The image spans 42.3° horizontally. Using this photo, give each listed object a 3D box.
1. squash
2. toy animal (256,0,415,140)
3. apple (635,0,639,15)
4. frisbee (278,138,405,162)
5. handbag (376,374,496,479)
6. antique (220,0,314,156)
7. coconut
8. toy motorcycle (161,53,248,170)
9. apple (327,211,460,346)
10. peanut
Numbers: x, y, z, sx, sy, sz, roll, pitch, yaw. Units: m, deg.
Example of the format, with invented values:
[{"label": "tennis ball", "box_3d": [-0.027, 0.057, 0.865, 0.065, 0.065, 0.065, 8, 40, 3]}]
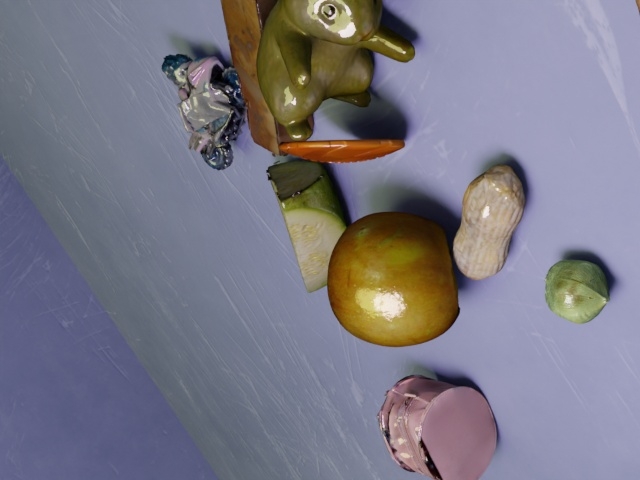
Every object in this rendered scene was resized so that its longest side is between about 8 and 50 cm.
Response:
[{"label": "squash", "box_3d": [0.000, 0.000, 1.499, 0.203, 0.111, 0.289, -117, 9, -64]}, {"label": "toy animal", "box_3d": [0.016, -0.294, 1.103, 0.180, 0.181, 0.363, 59, 155, 14]}, {"label": "apple", "box_3d": [0.361, -0.238, 0.776, 0.126, 0.102, 0.126, 33, 145, 27]}, {"label": "frisbee", "box_3d": [0.033, -0.134, 1.252, 0.192, 0.192, 0.035, 5, 99, 51]}, {"label": "handbag", "box_3d": [0.217, 0.350, 1.531, 0.116, 0.179, 0.205, 5, 126, 59]}, {"label": "antique", "box_3d": [-0.083, -0.288, 1.336, 0.093, 0.087, 0.310, 30, 144, 35]}, {"label": "coconut", "box_3d": [0.354, 0.070, 1.136, 0.096, 0.088, 0.088, 15, 134, 53]}, {"label": "toy motorcycle", "box_3d": [-0.218, -0.261, 1.536, 0.204, 0.108, 0.239, 40, 123, 10]}, {"label": "apple", "box_3d": [0.127, 0.065, 1.301, 0.207, 0.237, 0.237, 2, 128, 24]}, {"label": "peanut", "box_3d": [0.239, -0.021, 1.188, 0.087, 0.087, 0.207, 36, 145, 25]}]
